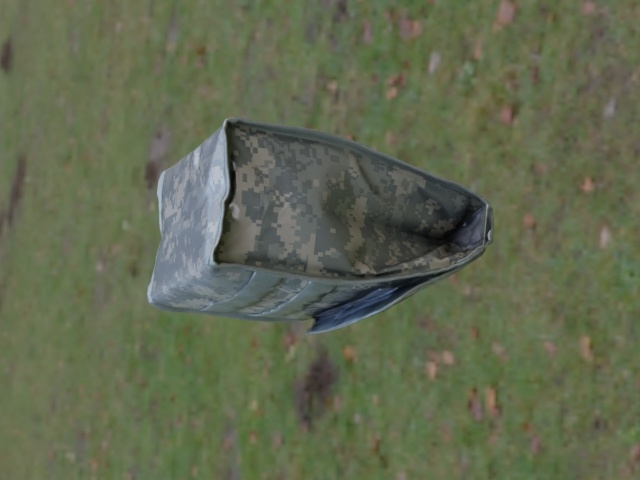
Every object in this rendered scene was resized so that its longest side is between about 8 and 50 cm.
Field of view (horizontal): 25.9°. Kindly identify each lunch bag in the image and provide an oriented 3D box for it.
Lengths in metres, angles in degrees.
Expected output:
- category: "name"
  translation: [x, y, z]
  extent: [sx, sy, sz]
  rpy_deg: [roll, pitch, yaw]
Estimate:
- category: "lunch bag"
  translation: [0.000, 0.000, 1.354]
  extent: [0.235, 0.287, 0.169]
  rpy_deg: [155, 121, -66]
